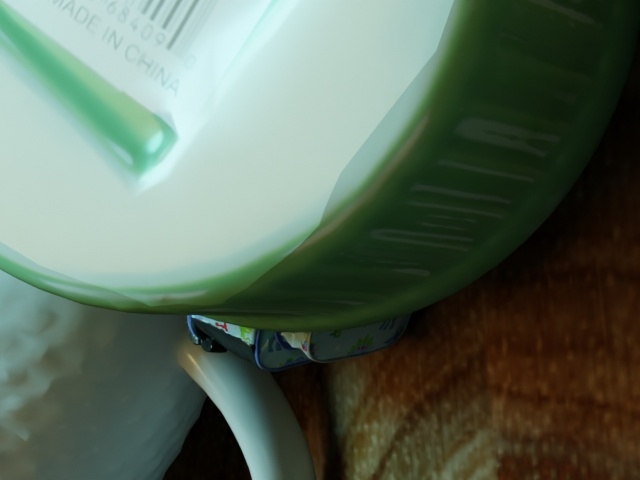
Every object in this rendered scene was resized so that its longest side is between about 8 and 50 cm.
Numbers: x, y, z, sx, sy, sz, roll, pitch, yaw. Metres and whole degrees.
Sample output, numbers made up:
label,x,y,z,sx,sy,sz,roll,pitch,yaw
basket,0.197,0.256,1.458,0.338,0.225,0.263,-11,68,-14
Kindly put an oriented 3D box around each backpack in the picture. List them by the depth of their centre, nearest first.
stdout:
label,x,y,z,sx,sy,sz,roll,pitch,yaw
backpack,0.000,0.000,0.698,0.084,0.105,0.114,17,104,35

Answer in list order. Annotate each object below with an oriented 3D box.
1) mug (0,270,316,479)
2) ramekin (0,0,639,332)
label,x,y,z,sx,sy,sz,roll,pitch,yaw
mug,-0.156,0.075,0.836,0.374,0.276,0.328,44,125,12
ramekin,-0.038,-0.110,0.574,0.303,0.148,0.303,1,92,23
